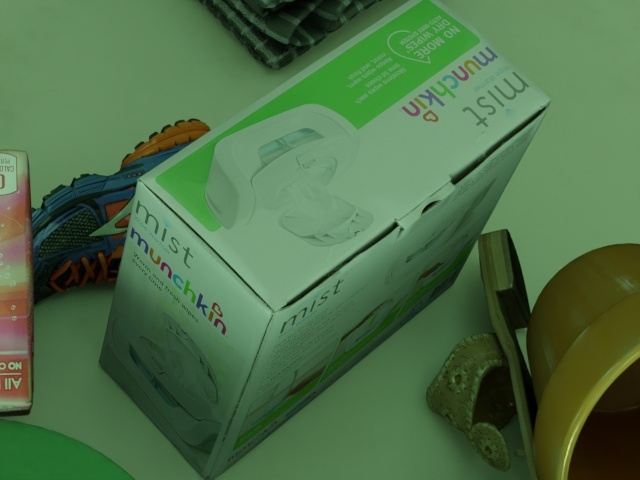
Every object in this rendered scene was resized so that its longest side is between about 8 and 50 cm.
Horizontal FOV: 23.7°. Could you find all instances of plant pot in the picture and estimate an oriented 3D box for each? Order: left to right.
[{"bbox_3d":[0.218,0.094,0.963,0.205,0.205,0.188,2,22,-12],"label":"plant pot"}]

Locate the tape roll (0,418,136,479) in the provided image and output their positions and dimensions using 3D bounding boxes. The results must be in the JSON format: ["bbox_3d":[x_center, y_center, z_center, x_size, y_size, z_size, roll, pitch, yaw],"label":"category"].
[{"bbox_3d":[-0.210,0.251,0.813,0.321,0.077,0.321,-6,52,8],"label":"tape roll"}]

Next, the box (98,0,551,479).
[{"bbox_3d":[0.000,0.000,1.011,0.127,0.231,0.262,44,58,16],"label":"box"}]

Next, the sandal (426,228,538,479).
[{"bbox_3d":[0.114,0.099,1.084,0.079,0.088,0.240,-15,48,14],"label":"sandal"}]

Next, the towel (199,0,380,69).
[{"bbox_3d":[-0.035,-0.293,1.276,0.235,0.121,0.283,-31,67,-31],"label":"towel"}]

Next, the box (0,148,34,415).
[{"bbox_3d":[-0.320,0.034,0.888,0.300,0.142,0.154,0,82,-11],"label":"box"}]

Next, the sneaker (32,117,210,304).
[{"bbox_3d":[-0.142,-0.005,1.074,0.221,0.083,0.087,-36,79,-27],"label":"sneaker"}]
